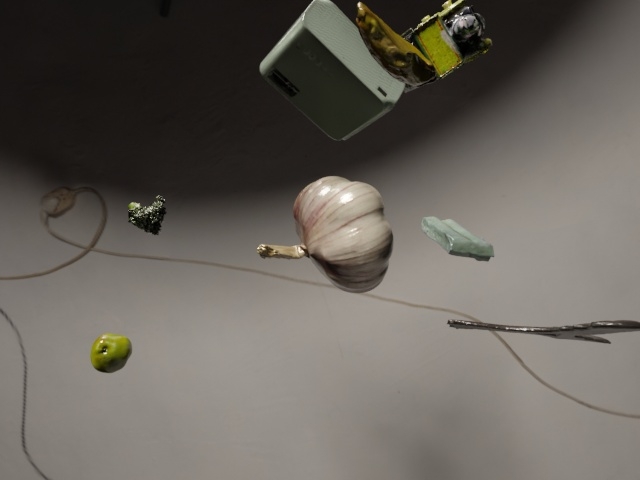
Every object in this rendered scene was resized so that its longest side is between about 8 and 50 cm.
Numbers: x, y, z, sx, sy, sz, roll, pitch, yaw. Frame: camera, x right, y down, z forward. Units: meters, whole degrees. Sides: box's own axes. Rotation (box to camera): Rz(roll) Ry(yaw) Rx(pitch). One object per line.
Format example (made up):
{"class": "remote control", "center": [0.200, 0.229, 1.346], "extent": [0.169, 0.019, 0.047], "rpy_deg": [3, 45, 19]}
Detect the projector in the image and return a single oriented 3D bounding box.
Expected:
{"class": "projector", "center": [0.023, -0.348, 1.082], "extent": [0.250, 0.198, 0.108], "rpy_deg": [38, 61, -18]}

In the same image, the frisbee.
{"class": "frisbee", "center": [0.233, 0.095, 0.557], "extent": [0.187, 0.211, 0.012], "rpy_deg": [2, 77, 15]}

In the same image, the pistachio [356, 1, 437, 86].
{"class": "pistachio", "center": [0.104, -0.268, 0.739], "extent": [0.172, 0.090, 0.049], "rpy_deg": [24, 121, -35]}

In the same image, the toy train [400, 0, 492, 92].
{"class": "toy train", "center": [0.252, -0.423, 1.135], "extent": [0.177, 0.261, 0.134], "rpy_deg": [-37, 103, -5]}

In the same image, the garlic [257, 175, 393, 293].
{"class": "garlic", "center": [0.000, 0.000, 0.984], "extent": [0.253, 0.245, 0.245], "rpy_deg": [-18, 94, -22]}

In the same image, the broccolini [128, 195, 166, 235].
{"class": "broccolini", "center": [-0.253, -0.030, 0.734], "extent": [0.054, 0.194, 0.052], "rpy_deg": [-26, 104, -24]}

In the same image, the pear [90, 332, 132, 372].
{"class": "pear", "center": [-0.469, 0.251, 1.146], "extent": [0.092, 0.097, 0.092], "rpy_deg": [-8, 57, 13]}

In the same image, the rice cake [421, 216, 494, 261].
{"class": "rice cake", "center": [0.265, -0.008, 1.027], "extent": [0.084, 0.226, 0.040], "rpy_deg": [9, 103, -6]}
